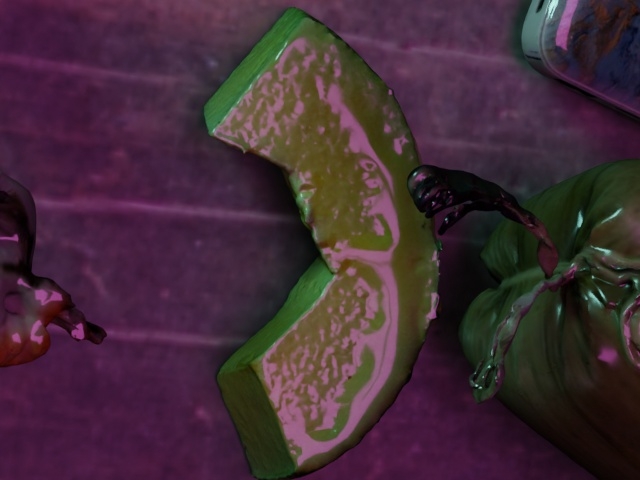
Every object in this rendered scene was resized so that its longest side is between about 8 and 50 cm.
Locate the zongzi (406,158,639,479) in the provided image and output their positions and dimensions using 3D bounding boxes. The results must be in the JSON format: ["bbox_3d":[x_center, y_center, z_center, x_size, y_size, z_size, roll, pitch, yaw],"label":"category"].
[{"bbox_3d":[0.233,-0.015,0.914,0.447,0.181,0.418,35,65,-21],"label":"zongzi"}]

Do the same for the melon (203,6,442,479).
[{"bbox_3d":[0.000,0.000,0.847,0.118,0.064,0.209,-18,101,-18],"label":"melon"}]

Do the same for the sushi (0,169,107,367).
[{"bbox_3d":[-0.237,-0.037,0.690,0.332,0.124,0.130,41,82,-24],"label":"sushi"}]

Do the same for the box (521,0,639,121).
[{"bbox_3d":[0.200,-0.197,0.933,0.142,0.044,0.285,21,86,-30],"label":"box"}]
